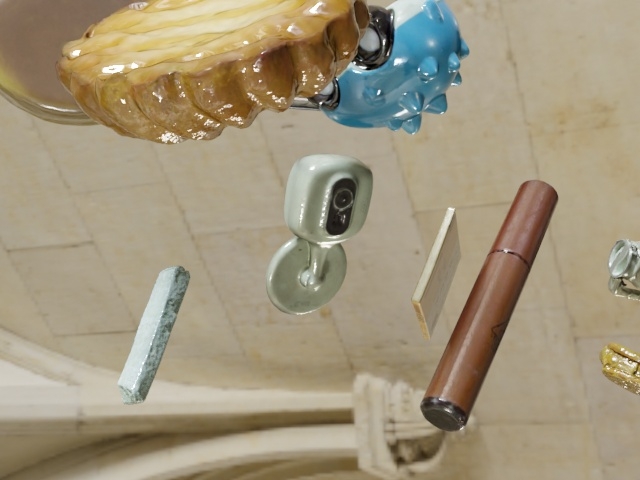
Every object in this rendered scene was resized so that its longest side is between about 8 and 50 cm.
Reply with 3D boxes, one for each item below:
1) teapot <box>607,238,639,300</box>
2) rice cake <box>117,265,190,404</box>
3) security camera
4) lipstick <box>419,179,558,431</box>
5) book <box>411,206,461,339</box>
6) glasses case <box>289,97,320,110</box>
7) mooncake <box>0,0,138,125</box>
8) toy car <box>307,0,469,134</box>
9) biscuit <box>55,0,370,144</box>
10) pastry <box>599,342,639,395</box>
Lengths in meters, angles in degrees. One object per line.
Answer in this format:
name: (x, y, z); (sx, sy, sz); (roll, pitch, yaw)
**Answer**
teapot: (0.578, 0.063, 1.656); (0.077, 0.201, 0.107); (-94, 22, -54)
rice cake: (-0.179, 0.099, 1.058); (0.029, 0.033, 0.170); (48, -137, -38)
security camera: (0.000, 0.000, 1.656); (0.157, 0.080, 0.301); (-3, -64, -32)
lipstick: (0.201, 0.065, 1.141); (0.356, 0.057, 0.057); (-59, -41, -37)
book: (0.139, 0.043, 1.164); (0.172, 0.012, 0.118); (62, -131, -68)
glasses case: (0.046, -0.287, 1.936); (0.114, 0.300, 0.060); (-79, -6, -63)
mooncake: (-0.344, -0.265, 1.373); (0.117, 0.235, 0.234); (149, 118, -77)
toy car: (0.109, -0.252, 1.471); (0.190, 0.255, 0.188); (54, -134, -1)
biscuit: (-0.105, -0.194, 1.016); (0.325, 0.326, 0.107); (-63, -35, -51)
pastry: (0.462, 0.191, 1.449); (0.097, 0.109, 0.057); (34, -99, -53)
